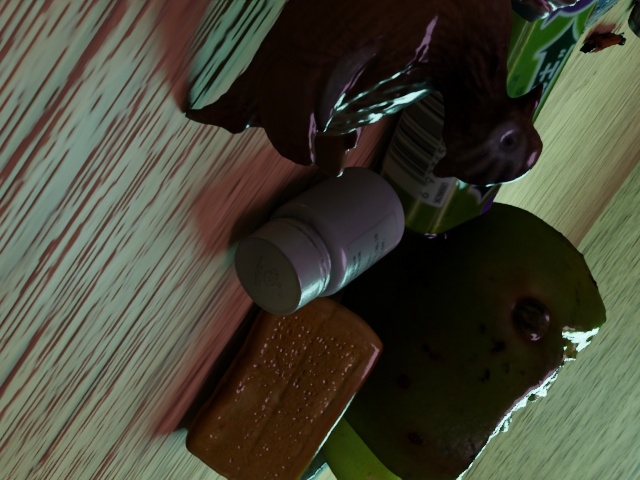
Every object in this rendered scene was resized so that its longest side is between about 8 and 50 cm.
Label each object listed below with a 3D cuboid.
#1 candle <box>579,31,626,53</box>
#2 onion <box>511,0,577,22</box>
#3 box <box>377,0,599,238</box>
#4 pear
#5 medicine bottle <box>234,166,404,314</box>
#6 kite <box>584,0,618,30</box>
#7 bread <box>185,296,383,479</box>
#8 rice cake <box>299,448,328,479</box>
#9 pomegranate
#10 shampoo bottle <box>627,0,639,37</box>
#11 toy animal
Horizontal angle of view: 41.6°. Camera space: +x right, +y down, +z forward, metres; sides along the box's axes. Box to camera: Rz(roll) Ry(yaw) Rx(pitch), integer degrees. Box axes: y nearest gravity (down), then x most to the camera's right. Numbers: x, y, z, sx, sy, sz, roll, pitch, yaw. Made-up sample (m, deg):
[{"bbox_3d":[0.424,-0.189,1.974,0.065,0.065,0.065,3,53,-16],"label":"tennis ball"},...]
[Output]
[{"bbox_3d":[0.402,-0.279,1.178,0.167,0.021,0.026,-25,147,-52],"label":"candle"},{"bbox_3d":[0.152,-0.260,0.418,0.207,0.216,0.206,47,41,-35],"label":"onion"},{"bbox_3d":[0.149,-0.163,0.703,0.134,0.097,0.345,-23,145,-40],"label":"box"},{"bbox_3d":[0.107,0.284,1.162,0.187,0.219,0.187,-48,163,-20],"label":"pear"},{"bbox_3d":[0.000,0.000,0.658,0.130,0.080,0.080,-33,152,-41],"label":"medicine bottle"},{"bbox_3d":[0.347,-0.312,0.922,0.335,0.011,0.314,-35,169,-12],"label":"kite"},{"bbox_3d":[-0.033,0.136,0.776,0.200,0.116,0.077,-58,-176,13],"label":"bread"},{"bbox_3d":[-0.032,0.334,1.189,0.211,0.043,0.034,-33,147,-45],"label":"rice cake"},{"bbox_3d":[0.119,0.092,0.924,0.310,0.216,0.358,-47,-171,-22],"label":"pomegranate"},{"bbox_3d":[0.475,-0.389,1.071,0.129,0.084,0.323,-40,157,-21],"label":"shampoo bottle"},{"bbox_3d":[0.017,-0.082,0.446,0.188,0.179,0.089,-32,164,20],"label":"toy animal"}]
